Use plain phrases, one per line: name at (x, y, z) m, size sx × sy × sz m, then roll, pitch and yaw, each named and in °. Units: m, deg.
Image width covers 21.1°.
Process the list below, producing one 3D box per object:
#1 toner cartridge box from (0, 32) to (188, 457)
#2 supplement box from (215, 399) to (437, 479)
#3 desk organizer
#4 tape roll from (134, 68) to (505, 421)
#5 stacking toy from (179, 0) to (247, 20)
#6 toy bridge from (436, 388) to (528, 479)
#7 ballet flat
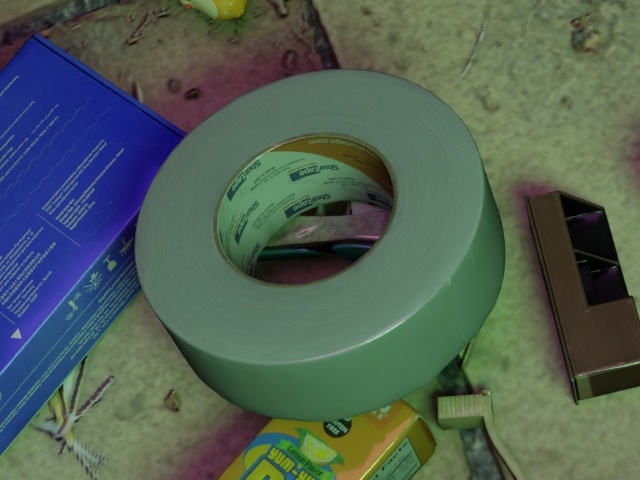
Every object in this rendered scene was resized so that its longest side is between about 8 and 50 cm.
toner cartridge box at (-0.240, 0.039, 1.170) m, size 0.165 × 0.075 × 0.348 m, roll 35°, pitch 78°, yaw 27°
supplement box at (-0.034, 0.179, 1.050) m, size 0.078 × 0.080 × 0.233 m, roll 37°, pitch 76°, yaw 25°
desk organizer at (0.168, 0.031, 1.081) m, size 0.050 × 0.047 × 0.130 m, roll -14°, pitch 63°, yaw 6°
tape roll at (0.000, 0.000, 1.057) m, size 0.219 × 0.072 × 0.219 m, roll -9°, pitch 53°, yaw 12°
stacking toy at (-0.161, -0.263, 1.263) m, size 0.166 × 0.175 × 0.302 m, roll -42°, pitch 77°, yaw -6°
toy bridge at (0.105, 0.178, 1.042) m, size 0.063 × 0.026 × 0.188 m, roll -4°, pitch 65°, yaw 10°
ballet flat at (0.009, -0.012, 1.134) m, size 0.168 × 0.057 × 0.052 m, roll 1°, pitch 81°, yaw 15°
